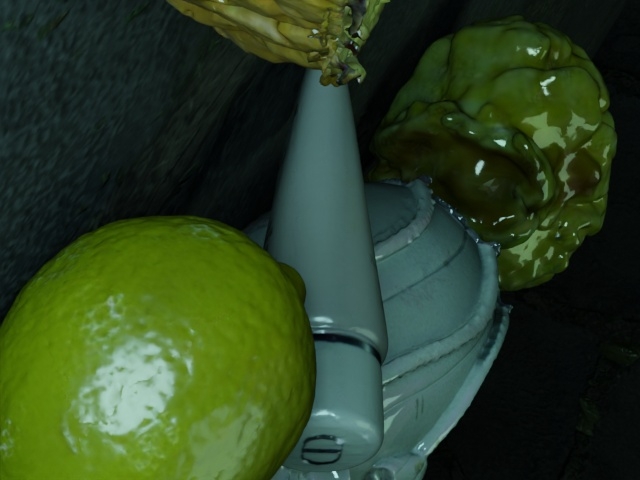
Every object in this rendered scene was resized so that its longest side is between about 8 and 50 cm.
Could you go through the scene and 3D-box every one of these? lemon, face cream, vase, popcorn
[{"bbox_3d":[-0.103,0.087,0.903,0.248,0.184,0.184,-46,167,-29],"label":"lemon"},{"bbox_3d":[0.000,0.000,1.078,0.143,0.089,0.314,105,-12,-55],"label":"face cream"},{"bbox_3d":[-0.042,0.121,1.196,0.445,0.250,0.250,-39,161,-50],"label":"vase"},{"bbox_3d":[0.157,-0.076,1.527,0.270,0.224,0.258,-45,151,-14],"label":"popcorn"}]

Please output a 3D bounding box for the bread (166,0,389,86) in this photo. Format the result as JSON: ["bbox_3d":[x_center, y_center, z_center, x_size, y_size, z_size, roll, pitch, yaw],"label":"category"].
[{"bbox_3d":[-0.016,-0.160,0.638,0.260,0.147,0.160,-7,121,-86],"label":"bread"}]
